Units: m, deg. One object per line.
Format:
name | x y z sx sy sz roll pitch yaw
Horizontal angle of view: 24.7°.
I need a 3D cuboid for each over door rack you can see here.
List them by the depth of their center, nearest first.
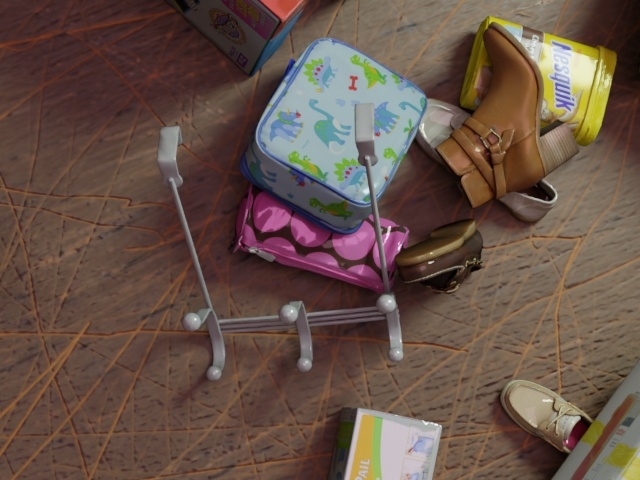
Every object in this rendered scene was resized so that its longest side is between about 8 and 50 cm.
over door rack | -0.041 0.021 1.625 0.239 0.108 0.324 -6 124 6

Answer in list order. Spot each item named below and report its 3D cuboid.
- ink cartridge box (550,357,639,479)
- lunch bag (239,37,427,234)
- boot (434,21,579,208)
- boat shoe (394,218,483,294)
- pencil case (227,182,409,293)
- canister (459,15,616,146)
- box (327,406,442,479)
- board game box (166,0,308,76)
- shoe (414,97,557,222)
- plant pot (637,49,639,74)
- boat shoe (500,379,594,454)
ink cartridge box | 0.419 0.337 1.704 0.279 0.160 0.384 37 86 -12
lunch bag | 0.015 -0.128 1.733 0.176 0.090 0.219 29 54 -1
boot | 0.201 -0.148 1.750 0.152 0.073 0.197 -29 89 -1
boat shoe | 0.149 0.027 1.726 0.073 0.207 0.073 -9 97 27
pencil case | 0.000 0.000 1.750 0.209 0.095 0.098 16 46 -6
canister | 0.270 -0.200 1.831 0.170 0.073 0.126 16 81 -6
box | 0.063 0.304 1.710 0.103 0.114 0.203 13 82 -8
board game box | -0.160 -0.344 1.688 0.316 0.242 0.064 42 76 -3
shoe | 0.203 -0.106 1.813 0.219 0.058 0.076 37 78 -4
plant pot | 0.545 -0.273 1.795 0.280 0.323 0.323 10 81 9
boat shoe | 0.300 0.225 1.788 0.170 0.059 0.063 33 78 -5
